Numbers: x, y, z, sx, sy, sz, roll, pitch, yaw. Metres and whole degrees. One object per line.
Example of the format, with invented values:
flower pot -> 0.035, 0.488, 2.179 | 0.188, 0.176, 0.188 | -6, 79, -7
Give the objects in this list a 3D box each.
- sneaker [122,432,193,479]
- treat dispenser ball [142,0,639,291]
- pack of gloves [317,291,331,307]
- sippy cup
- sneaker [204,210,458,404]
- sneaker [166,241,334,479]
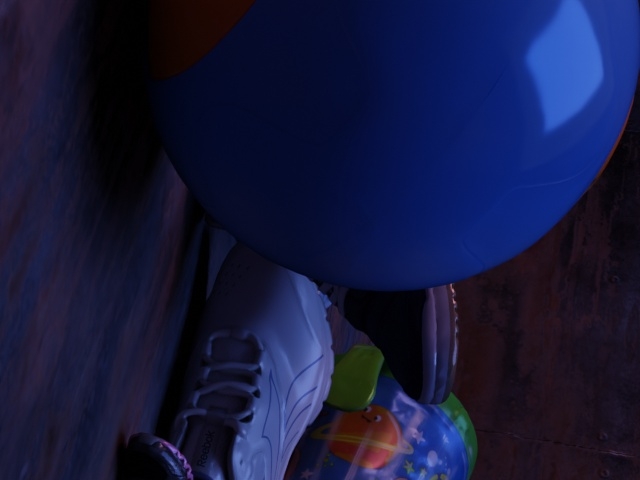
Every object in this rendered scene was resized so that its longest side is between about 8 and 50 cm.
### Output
sneaker -> -0.115, 0.180, 0.985 | 0.057, 0.047, 0.119 | -55, 153, -51
treat dispenser ball -> 0.040, -0.115, 0.873 | 0.288, 0.288, 0.288 | 8, 90, -83
pack of gloves -> 0.024, 0.004, 1.917 | 0.232, 0.046, 0.195 | -32, 131, -82
sippy cup -> 0.038, 0.284, 1.703 | 0.305, 0.240, 0.224 | 53, 38, -18
sneaker -> 0.000, 0.000, 1.083 | 0.099, 0.153, 0.282 | 101, -20, -53
sneaker -> -0.061, 0.137, 1.119 | 0.129, 0.111, 0.297 | 51, 46, -73
